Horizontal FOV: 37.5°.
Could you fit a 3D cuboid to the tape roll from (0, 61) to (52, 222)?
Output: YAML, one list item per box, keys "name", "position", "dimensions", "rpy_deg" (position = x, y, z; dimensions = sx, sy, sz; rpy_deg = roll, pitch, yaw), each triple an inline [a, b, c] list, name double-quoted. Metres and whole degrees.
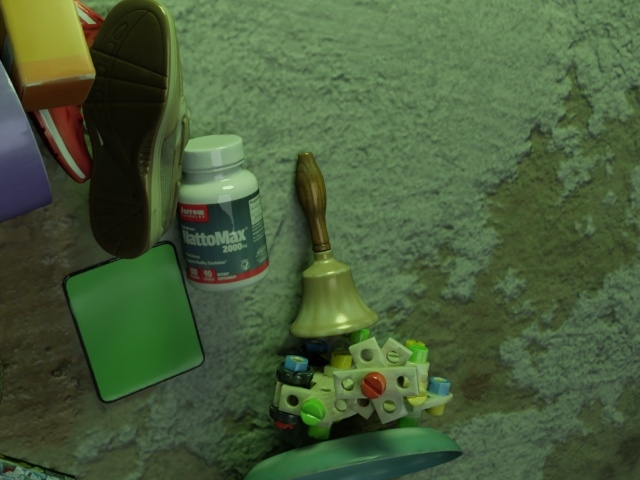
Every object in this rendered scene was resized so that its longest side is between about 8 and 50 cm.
- name: "tape roll"
  position: [-0.358, -0.112, 0.994]
  dimensions: [0.080, 0.189, 0.189]
  rpy_deg: [-24, 114, -21]

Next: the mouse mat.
- name: "mouse mat"
  position: [-0.239, 0.107, 1.226]
  dimensions: [0.152, 0.007, 0.190]
  rpy_deg: [-20, 112, -21]

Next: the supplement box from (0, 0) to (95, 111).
- name: "supplement box"
  position: [-0.306, -0.257, 0.986]
  dimensions: [0.078, 0.080, 0.233]
  rpy_deg: [-13, 82, -25]

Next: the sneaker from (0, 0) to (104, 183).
- name: "sneaker"
  position: [-0.278, -0.183, 1.076]
  dimensions: [0.128, 0.087, 0.221]
  rpy_deg: [-29, 117, -16]

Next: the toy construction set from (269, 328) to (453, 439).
- name: "toy construction set"
  position: [0.059, 0.196, 1.260]
  dimensions: [0.215, 0.327, 0.151]
  rpy_deg: [13, 86, 13]

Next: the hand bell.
- name: "hand bell"
  position: [0.000, 0.000, 1.282]
  dimensions: [0.126, 0.126, 0.242]
  rpy_deg: [-12, 97, -24]

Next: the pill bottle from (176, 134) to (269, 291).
- name: "pill bottle"
  position: [-0.127, -0.036, 1.184]
  dimensions: [0.108, 0.108, 0.180]
  rpy_deg: [-15, 111, -23]

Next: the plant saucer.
- name: "plant saucer"
  position: [0.036, 0.307, 1.294]
  dimensions: [0.317, 0.317, 0.044]
  rpy_deg: [-2, 68, -27]

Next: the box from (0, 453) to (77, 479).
- name: "box"
  position: [-0.391, 0.328, 1.198]
  dimensions: [0.137, 0.027, 0.094]
  rpy_deg: [28, 89, -31]

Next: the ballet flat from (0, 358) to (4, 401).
- name: "ballet flat"
  position: [-0.444, 0.245, 1.128]
  dimensions: [0.084, 0.058, 0.250]
  rpy_deg: [24, 93, -32]

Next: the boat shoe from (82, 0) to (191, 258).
- name: "boat shoe"
  position: [-0.202, -0.130, 1.083]
  dimensions: [0.098, 0.109, 0.302]
  rpy_deg: [-41, 142, -61]
